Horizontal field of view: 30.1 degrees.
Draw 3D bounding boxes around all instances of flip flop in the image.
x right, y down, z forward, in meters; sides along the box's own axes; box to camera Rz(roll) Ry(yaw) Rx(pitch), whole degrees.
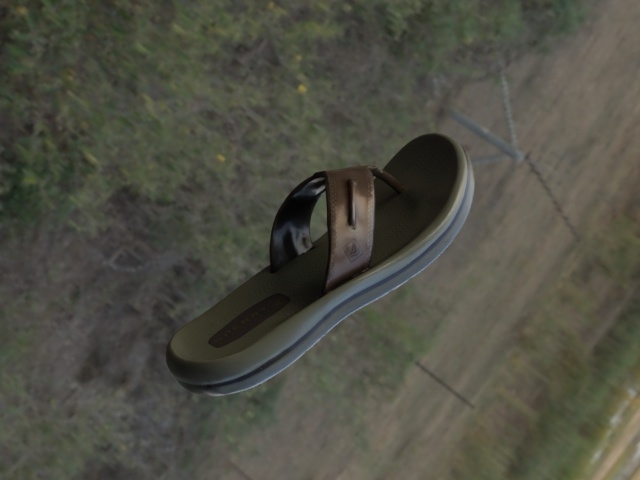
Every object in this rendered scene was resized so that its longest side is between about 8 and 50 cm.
[{"bbox_3d":[0.000,0.000,0.829,0.277,0.112,0.080,-36,115,-23],"label":"flip flop"}]
